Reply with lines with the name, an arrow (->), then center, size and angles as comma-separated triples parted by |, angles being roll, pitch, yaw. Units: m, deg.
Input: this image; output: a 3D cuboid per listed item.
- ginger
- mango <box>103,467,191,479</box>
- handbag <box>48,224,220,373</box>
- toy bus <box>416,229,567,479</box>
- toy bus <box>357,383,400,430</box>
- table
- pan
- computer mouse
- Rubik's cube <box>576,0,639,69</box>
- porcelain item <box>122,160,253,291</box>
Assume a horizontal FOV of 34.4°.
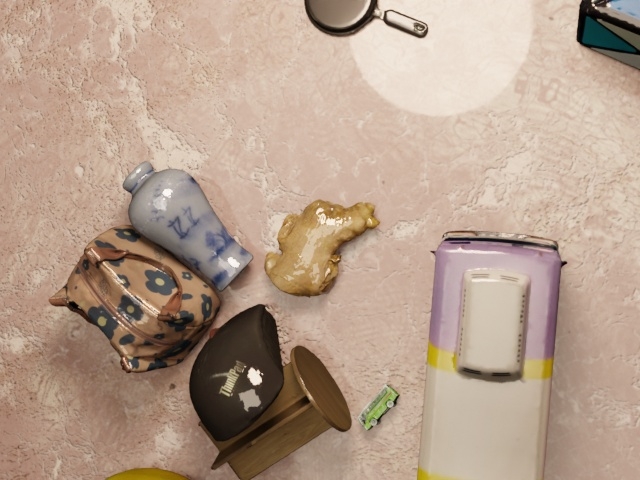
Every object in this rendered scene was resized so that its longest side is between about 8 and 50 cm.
ginger -> -0.005, -0.002, 1.800 | 0.137, 0.074, 0.213 | 37, 100, 0
mango -> -0.310, 0.472, 1.841 | 0.237, 0.091, 0.137 | 12, 85, 11
handbag -> -0.329, 0.107, 1.793 | 0.251, 0.193, 0.190 | 39, 101, 8
toy bus -> 0.269, 0.204, 1.655 | 0.209, 0.249, 0.440 | 5, 90, 10
toy bus -> 0.101, 0.291, 1.797 | 0.037, 0.031, 0.083 | 42, 96, 16
table -> -0.085, 0.309, 1.771 | 0.226, 0.167, 0.167 | -34, 83, 13
pan -> 0.080, -0.411, 1.813 | 0.235, 0.028, 0.136 | 23, 94, 10
computer mouse -> -0.150, 0.210, 1.727 | 0.170, 0.269, 0.100 | -39, 113, 10
Rubik's cube -> 0.561, -0.399, 1.614 | 0.248, 0.250, 0.246 | 27, 94, 12
porcelain item -> -0.237, -0.028, 1.815 | 0.259, 0.141, 0.141 | 45, 97, 0
